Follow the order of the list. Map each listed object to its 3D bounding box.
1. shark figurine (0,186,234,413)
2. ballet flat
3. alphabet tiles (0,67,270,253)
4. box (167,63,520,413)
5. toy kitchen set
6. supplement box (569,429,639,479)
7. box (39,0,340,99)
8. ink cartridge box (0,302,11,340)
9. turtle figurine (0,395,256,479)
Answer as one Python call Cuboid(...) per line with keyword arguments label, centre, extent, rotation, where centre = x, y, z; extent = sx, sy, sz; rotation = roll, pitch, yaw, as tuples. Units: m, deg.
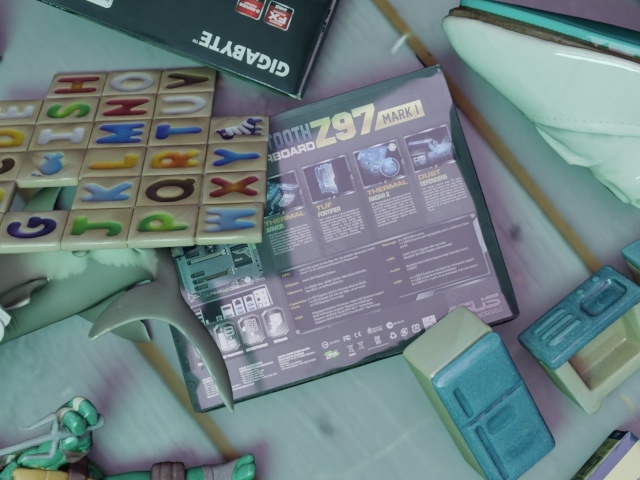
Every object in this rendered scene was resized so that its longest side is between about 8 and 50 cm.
Cuboid(label="shark figurine", centre=(-0.140, 0.040, 1.011), extent=(0.116, 0.278, 0.166), rotation=(53, 52, -30))
Cuboid(label="ballet flat", centre=(0.272, -0.070, 1.021), extent=(0.400, 0.139, 0.139), rotation=(10, 84, 2))
Cuboid(label="alphabet tiles", centre=(-0.132, -0.058, 0.988), extent=(0.198, 0.237, 0.009), rotation=(-3, 122, 1))
Cuboid(label="box", centre=(0.000, 0.000, 1.045), extent=(0.233, 0.059, 0.183), rotation=(-18, 84, 0))
Cuboid(label="toy kitchen set", centre=(0.193, 0.082, 0.953), extent=(0.207, 0.166, 0.122), rotation=(-38, 128, -8))
Cuboid(label="supplement box", centre=(0.207, 0.185, 1.020), extent=(0.083, 0.056, 0.083), rotation=(42, 86, 5))
Cuboid(label="box", centre=(-0.085, -0.214, 1.020), extent=(0.220, 0.051, 0.175), rotation=(20, 93, -23))
Cuboid(label="ink cartridge box", centre=(-0.301, 0.040, 0.986), extent=(0.139, 0.191, 0.082), rotation=(-46, 128, -4))
Cuboid(label="turtle figurine", centre=(-0.168, 0.180, 1.002), extent=(0.234, 0.118, 0.175), rotation=(11, 101, -13))
